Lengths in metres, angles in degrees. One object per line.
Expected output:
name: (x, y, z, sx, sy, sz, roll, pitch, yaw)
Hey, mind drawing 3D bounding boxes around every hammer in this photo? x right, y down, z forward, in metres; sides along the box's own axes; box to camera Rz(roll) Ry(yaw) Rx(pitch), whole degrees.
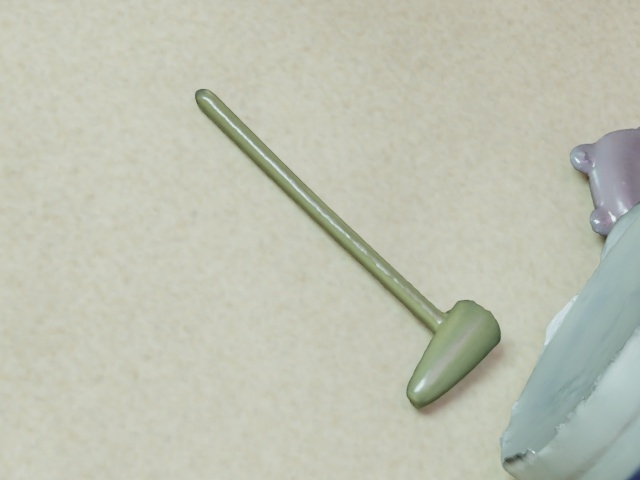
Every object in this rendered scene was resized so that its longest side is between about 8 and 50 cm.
hammer: (0.000, 0.000, 0.898, 0.195, 0.028, 0.060, 44, 63, 8)

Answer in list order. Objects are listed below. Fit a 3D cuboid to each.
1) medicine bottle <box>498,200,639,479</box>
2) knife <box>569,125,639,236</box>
medicine bottle: (0.266, 0.117, 0.838, 0.332, 0.190, 0.190, 34, 56, -2)
knife: (0.323, -0.023, 1.028, 0.399, 0.038, 0.132, -3, 62, -23)
